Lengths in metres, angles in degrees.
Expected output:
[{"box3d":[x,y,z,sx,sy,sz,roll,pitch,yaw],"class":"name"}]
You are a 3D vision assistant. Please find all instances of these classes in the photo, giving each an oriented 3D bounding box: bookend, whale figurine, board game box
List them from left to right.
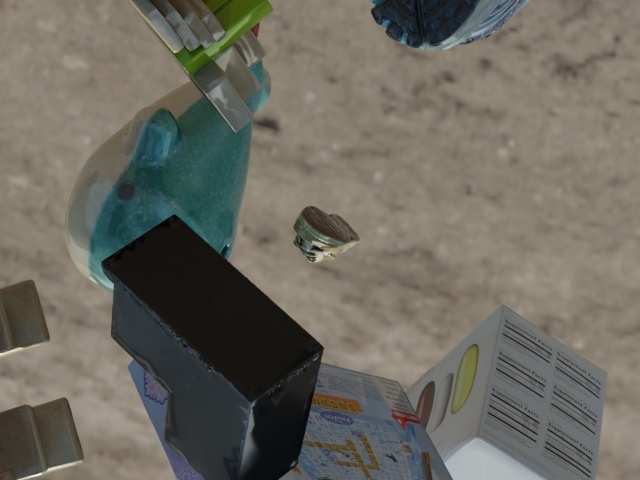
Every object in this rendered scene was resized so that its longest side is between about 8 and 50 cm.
[{"box3d":[-0.116,-0.061,1.588,0.141,0.272,0.216,32,165,18],"class":"whale figurine"},{"box3d":[-0.085,0.093,1.240,0.156,0.072,0.157,40,146,23],"class":"bookend"},{"box3d":[0.016,0.235,1.486,0.318,0.318,0.066,19,123,-45],"class":"board game box"}]

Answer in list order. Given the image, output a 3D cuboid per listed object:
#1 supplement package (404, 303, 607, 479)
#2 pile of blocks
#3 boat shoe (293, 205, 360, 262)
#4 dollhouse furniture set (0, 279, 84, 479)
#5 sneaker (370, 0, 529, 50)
[{"box3d":[0.179,0.219,1.789,0.149,0.203,0.194,33,129,-12],"class":"supplement package"},{"box3d":[-0.118,-0.237,1.260,0.362,0.112,0.149,51,179,-42],"class":"pile of blocks"},{"box3d":[0.000,0.000,1.622,0.050,0.045,0.135,48,-170,16],"class":"boat shoe"},{"box3d":[-0.237,0.144,0.917,0.135,0.259,0.262,-18,175,12],"class":"dollhouse furniture set"},{"box3d":[0.136,-0.247,1.071,0.110,0.283,0.122,44,-158,21],"class":"sneaker"}]
